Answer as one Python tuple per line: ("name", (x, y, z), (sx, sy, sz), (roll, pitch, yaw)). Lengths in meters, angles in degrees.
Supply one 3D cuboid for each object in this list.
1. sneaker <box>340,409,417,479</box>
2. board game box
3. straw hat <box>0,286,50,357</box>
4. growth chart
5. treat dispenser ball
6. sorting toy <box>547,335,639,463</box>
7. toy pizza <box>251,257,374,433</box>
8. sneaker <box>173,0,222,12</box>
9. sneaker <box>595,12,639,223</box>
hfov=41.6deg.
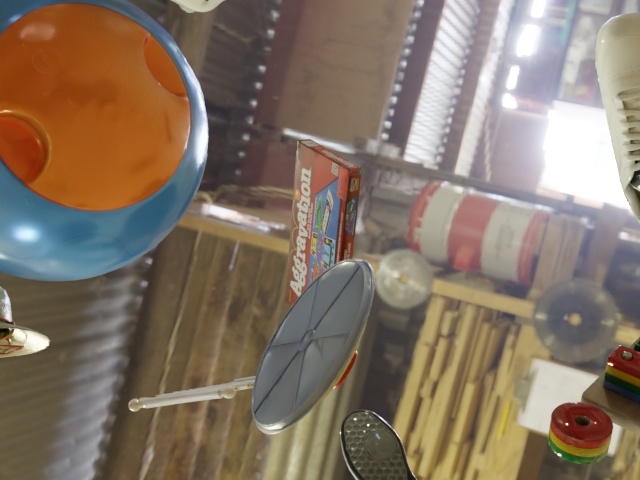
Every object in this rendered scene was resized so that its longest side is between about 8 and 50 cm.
("sneaker", (0.093, 0.362, 1.187), (0.086, 0.226, 0.163), (-23, -31, -18))
("board game box", (0.000, 0.000, 1.287), (0.027, 0.145, 0.281), (-10, -63, -30))
("straw hat", (-0.346, 0.077, 0.857), (0.144, 0.145, 0.061), (50, -147, -68))
("growth chart", (-0.131, 0.202, 1.145), (0.237, 0.172, 0.021), (6, -106, -62))
("treat dispenser ball", (-0.254, -0.104, 0.818), (0.288, 0.288, 0.288), (15, -90, -72))
("sorting toy", (0.309, 0.110, 0.684), (0.275, 0.132, 0.046), (-28, -52, -39))
("toy pizza", (-0.003, 0.108, 0.857), (0.201, 0.032, 0.201), (-48, 20, 24))
("sneaker", (-0.040, -0.214, 0.522), (0.146, 0.331, 0.122), (116, 140, -50))
("sneaker", (0.335, -0.118, 0.862), (0.235, 0.090, 0.094), (63, -145, -31))
